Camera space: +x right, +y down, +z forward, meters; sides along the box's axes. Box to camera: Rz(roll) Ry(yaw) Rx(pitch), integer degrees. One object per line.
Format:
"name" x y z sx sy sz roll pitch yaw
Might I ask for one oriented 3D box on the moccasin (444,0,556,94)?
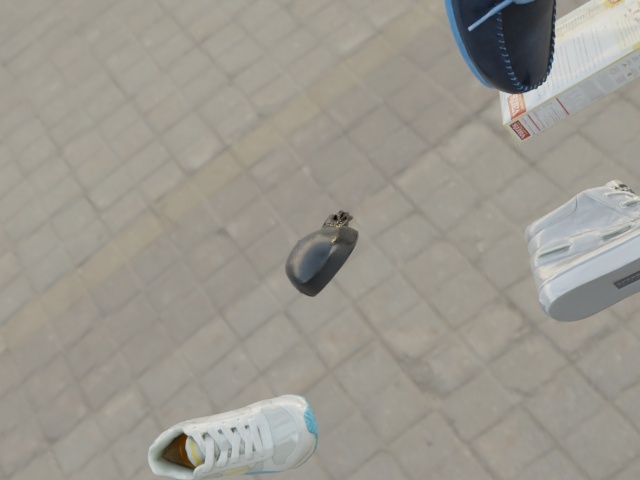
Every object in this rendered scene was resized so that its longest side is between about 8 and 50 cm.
"moccasin" 0.177 -0.278 1.211 0.117 0.342 0.138 15 45 35

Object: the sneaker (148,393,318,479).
"sneaker" -0.098 0.235 1.547 0.229 0.092 0.087 -22 80 38

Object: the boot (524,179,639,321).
"boot" 0.332 -0.021 1.400 0.258 0.095 0.123 -24 53 17

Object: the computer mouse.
"computer mouse" 0.000 0.000 1.269 0.071 0.041 0.242 -50 5 9

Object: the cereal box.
"cereal box" 0.341 -0.240 1.747 0.240 0.047 0.173 -30 32 25
